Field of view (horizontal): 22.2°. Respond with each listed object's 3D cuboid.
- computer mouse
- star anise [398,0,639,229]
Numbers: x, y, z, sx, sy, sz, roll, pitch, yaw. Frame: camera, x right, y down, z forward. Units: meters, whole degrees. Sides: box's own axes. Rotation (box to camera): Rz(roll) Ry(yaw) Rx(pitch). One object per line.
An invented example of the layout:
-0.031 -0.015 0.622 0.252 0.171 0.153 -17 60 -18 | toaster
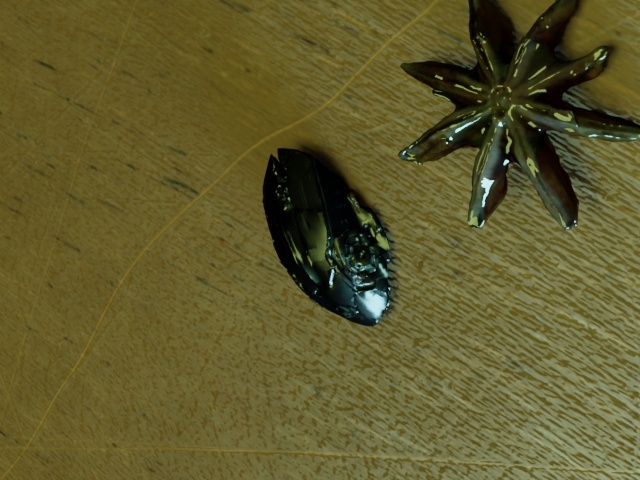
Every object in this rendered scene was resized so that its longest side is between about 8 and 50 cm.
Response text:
0.000 0.000 1.928 0.146 0.077 0.241 -34 83 41 | computer mouse
0.206 -0.142 1.688 0.288 0.088 0.288 4 97 33 | star anise
